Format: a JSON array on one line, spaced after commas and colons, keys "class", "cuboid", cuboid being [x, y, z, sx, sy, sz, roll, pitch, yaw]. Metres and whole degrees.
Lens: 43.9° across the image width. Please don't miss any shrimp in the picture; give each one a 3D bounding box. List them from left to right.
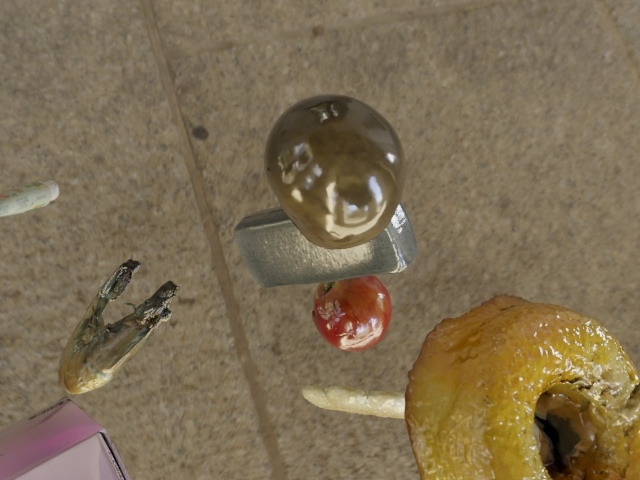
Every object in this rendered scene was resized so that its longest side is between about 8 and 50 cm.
[{"class": "shrimp", "cuboid": [-0.238, 0.088, 0.930, 0.051, 0.217, 0.150, 35, 31, -34]}]

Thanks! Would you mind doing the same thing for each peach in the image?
[{"class": "peach", "cuboid": [0.074, 0.164, 1.796, 0.197, 0.197, 0.197, 3, 70, -9]}]

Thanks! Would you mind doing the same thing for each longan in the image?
[{"class": "longan", "cuboid": [0.017, -0.078, 0.915, 0.167, 0.187, 0.167, -2, 36, 1]}]

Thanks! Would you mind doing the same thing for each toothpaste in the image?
[{"class": "toothpaste", "cuboid": [-0.566, -0.070, 1.452, 0.056, 0.314, 0.058, 43, 105, -2]}]

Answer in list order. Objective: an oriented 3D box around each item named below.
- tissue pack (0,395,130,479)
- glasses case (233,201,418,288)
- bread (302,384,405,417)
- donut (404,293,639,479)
[{"class": "tissue pack", "cuboid": [-0.295, 0.242, 0.679, 0.246, 0.148, 0.092, -26, 104, -28]}, {"class": "glasses case", "cuboid": [0.000, 0.000, 1.262, 0.074, 0.323, 0.131, -40, 113, -45]}, {"class": "bread", "cuboid": [0.090, 0.293, 1.433, 0.250, 0.182, 0.039, 6, 76, 6]}, {"class": "donut", "cuboid": [0.186, 0.169, 0.687, 0.253, 0.118, 0.254, 11, 68, -28]}]
